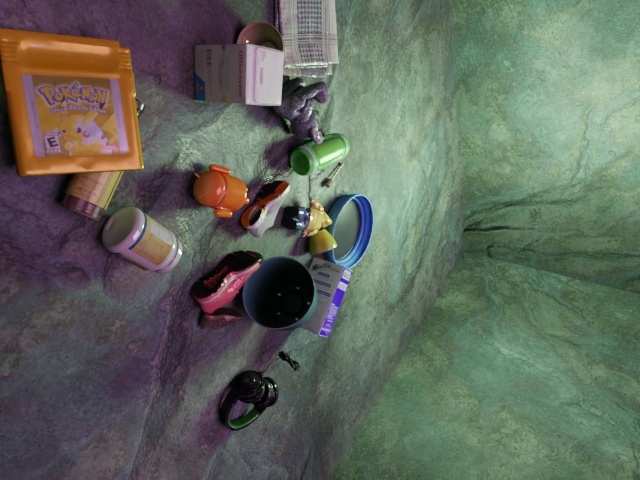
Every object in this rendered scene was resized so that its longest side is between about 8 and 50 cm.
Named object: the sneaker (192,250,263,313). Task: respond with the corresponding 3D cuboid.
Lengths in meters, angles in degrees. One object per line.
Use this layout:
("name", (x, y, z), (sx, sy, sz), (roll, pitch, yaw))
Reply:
("sneaker", (-0.344, 0.154, 1.784), (0.314, 0.116, 0.136), (-38, 143, -33))

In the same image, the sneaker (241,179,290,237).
("sneaker", (-0.207, -0.125, 1.874), (0.262, 0.099, 0.121), (-51, 148, -20))

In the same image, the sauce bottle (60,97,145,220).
("sauce bottle", (-0.572, -0.227, 1.266), (0.111, 0.112, 0.344), (37, 72, -55))

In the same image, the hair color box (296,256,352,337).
("hair color box", (0.002, 0.267, 2.246), (0.110, 0.185, 0.338), (30, 78, -56))

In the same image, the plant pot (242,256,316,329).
("plant pot", (-0.145, 0.237, 1.946), (0.292, 0.293, 0.235), (-66, 163, -13))

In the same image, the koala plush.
("koala plush", (-0.074, -0.485, 1.839), (0.203, 0.196, 0.221), (-42, 137, -23))

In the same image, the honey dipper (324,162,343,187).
("honey dipper", (0.068, -0.316, 2.248), (0.160, 0.031, 0.030), (-59, 144, -29))

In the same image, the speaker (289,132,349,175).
("speaker", (0.001, -0.375, 2.034), (0.297, 0.131, 0.131), (-34, 130, -45))

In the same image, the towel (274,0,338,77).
("towel", (-0.047, -0.796, 1.819), (0.312, 0.056, 0.323), (-21, 119, -44))

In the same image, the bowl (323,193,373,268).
("bowl", (0.142, -0.049, 2.421), (0.391, 0.077, 0.390), (-27, 124, -49))

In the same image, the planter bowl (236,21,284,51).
("planter bowl", (-0.194, -0.656, 1.623), (0.109, 0.162, 0.161), (-56, 153, -74))

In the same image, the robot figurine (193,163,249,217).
("robot figurine", (-0.342, -0.169, 1.614), (0.219, 0.128, 0.158), (11, 105, -58))

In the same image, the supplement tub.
("supplement tub", (-0.523, 0.004, 1.399), (0.144, 0.145, 0.199), (-64, 146, -15))

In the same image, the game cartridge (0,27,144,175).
("game cartridge", (-0.590, -0.324, 1.137), (0.286, 0.053, 0.323), (-11, 103, -37))

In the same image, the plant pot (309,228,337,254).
("plant pot", (0.000, 0.000, 2.204), (0.134, 0.134, 0.095), (-27, 101, -49))

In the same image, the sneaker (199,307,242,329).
("sneaker", (-0.387, 0.304, 1.815), (0.188, 0.066, 0.071), (13, 109, -52))

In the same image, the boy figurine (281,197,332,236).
("boy figurine", (-0.046, -0.105, 2.108), (0.285, 0.092, 0.177), (-4, 106, -56))

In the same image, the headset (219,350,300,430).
("headset", (-0.256, 0.653, 2.025), (0.394, 0.185, 0.243), (-54, 144, -10))

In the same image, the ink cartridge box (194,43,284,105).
("ink cartridge box", (-0.258, -0.521, 1.492), (0.168, 0.233, 0.171), (-19, 119, -51))
